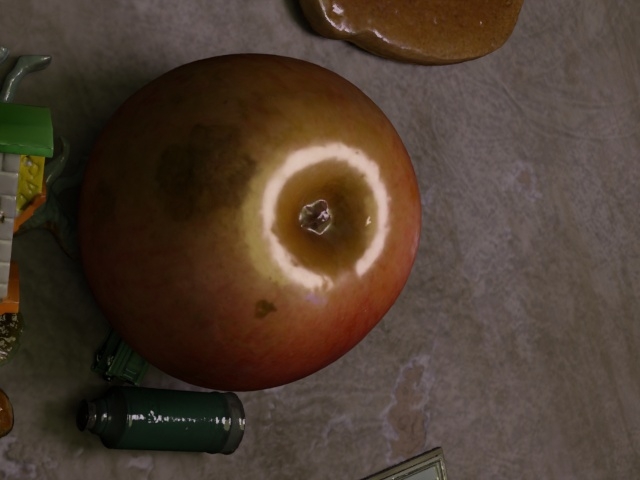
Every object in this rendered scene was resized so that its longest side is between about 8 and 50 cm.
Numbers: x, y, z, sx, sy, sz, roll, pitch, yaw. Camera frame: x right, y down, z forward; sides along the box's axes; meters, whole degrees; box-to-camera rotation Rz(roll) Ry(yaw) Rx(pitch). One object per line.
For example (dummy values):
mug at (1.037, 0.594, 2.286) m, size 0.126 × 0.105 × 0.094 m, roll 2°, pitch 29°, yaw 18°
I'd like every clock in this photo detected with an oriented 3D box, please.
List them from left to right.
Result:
clock at (-0.382, -0.005, 1.132) m, size 0.220 × 0.106 × 0.255 m, roll 5°, pitch 116°, yaw -17°

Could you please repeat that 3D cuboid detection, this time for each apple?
apple at (-0.067, -0.025, 1.227) m, size 0.364 × 0.364 × 0.363 m, roll -1°, pitch 92°, yaw -32°

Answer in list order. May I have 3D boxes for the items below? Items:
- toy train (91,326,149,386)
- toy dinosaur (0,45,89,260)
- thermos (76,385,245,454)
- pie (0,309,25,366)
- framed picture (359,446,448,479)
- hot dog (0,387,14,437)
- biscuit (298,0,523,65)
toy train at (-0.214, 0.119, 1.328) m, size 0.056 × 0.038 × 0.093 m, roll 34°, pitch 73°, yaw -34°
toy dinosaur at (-0.357, -0.116, 1.205) m, size 0.393 × 0.092 × 0.205 m, roll 21°, pitch 86°, yaw -39°
thermos at (-0.184, 0.199, 1.323) m, size 0.188 × 0.083 × 0.073 m, roll 10°, pitch 79°, yaw -36°
pie at (-0.353, 0.097, 1.250) m, size 0.084 × 0.020 × 0.084 m, roll 0°, pitch 91°, yaw -32°
framed picture at (0.067, 0.418, 1.515) m, size 0.293 × 0.018 × 0.231 m, roll -17°, pitch 100°, yaw -31°
hot dog at (-0.441, 0.225, 1.173) m, size 0.289 × 0.068 × 0.083 m, roll -30°, pitch 129°, yaw -32°
biscuit at (0.117, -0.370, 1.509) m, size 0.344 × 0.057 × 0.287 m, roll 3°, pitch 90°, yaw -31°
